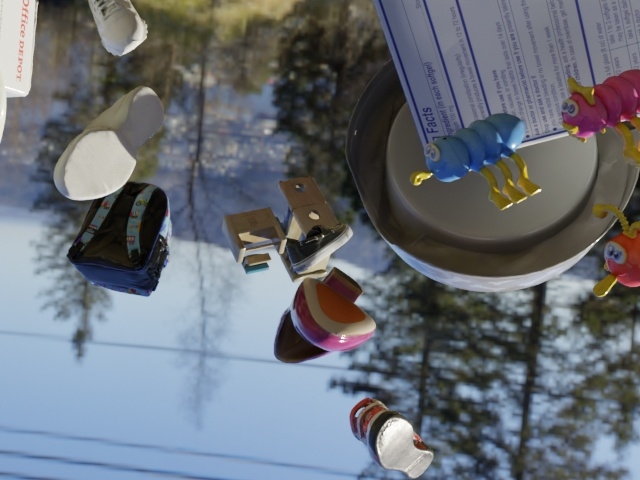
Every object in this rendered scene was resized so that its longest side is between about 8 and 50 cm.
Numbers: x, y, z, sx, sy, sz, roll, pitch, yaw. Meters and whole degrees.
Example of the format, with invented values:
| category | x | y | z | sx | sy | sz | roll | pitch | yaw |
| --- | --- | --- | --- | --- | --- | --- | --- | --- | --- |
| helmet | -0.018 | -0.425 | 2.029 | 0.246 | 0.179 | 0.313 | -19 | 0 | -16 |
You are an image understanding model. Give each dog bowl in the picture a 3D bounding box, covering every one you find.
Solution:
| category | x | y | z | sx | sy | sz | roll | pitch | yaw |
| --- | --- | --- | --- | --- | --- | --- | --- | --- | --- |
| dog bowl | 0.207 | -0.095 | 1.310 | 0.348 | 0.349 | 0.102 | 5 | 155 | 10 |

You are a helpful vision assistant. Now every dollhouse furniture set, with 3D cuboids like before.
| category | x | y | z | sx | sy | sz | roll | pitch | yaw |
| --- | --- | --- | --- | --- | --- | --- | --- | --- | --- |
| dollhouse furniture set | -0.085 | -0.010 | 1.825 | 0.183 | 0.129 | 0.129 | -12 | 144 | -24 |

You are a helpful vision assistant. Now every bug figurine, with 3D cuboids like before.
| category | x | y | z | sx | sy | sz | roll | pitch | yaw |
| --- | --- | --- | --- | --- | --- | --- | --- | --- | --- |
| bug figurine | 0.211 | -0.055 | 0.778 | 0.216 | 0.072 | 0.279 | -27 | -144 | -22 |

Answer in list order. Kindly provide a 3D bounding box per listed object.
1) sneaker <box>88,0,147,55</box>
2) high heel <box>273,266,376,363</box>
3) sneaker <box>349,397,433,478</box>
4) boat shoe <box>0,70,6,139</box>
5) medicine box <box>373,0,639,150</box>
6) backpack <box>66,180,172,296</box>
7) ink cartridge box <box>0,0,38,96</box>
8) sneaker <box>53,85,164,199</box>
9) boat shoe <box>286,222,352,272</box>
| category | x | y | z | sx | sy | sz | roll | pitch | yaw |
| --- | --- | --- | --- | --- | --- | --- | --- | --- | --- |
| sneaker | -0.387 | -0.428 | 1.954 | 0.090 | 0.235 | 0.095 | -30 | 141 | -1 |
| high heel | -0.014 | 0.093 | 1.012 | 0.082 | 0.117 | 0.244 | 36 | -173 | -6 |
| sneaker | 0.098 | 0.330 | 1.880 | 0.145 | 0.090 | 0.270 | 36 | 173 | 32 |
| boat shoe | -0.403 | -0.202 | 1.121 | 0.116 | 0.319 | 0.099 | 24 | -146 | 21 |
| medicine box | 0.212 | -0.249 | 1.118 | 0.289 | 0.263 | 0.149 | -14 | -145 | 14 |
| backpack | -0.326 | -0.010 | 1.821 | 0.158 | 0.173 | 0.117 | 7 | 151 | 17 |
| ink cartridge box | -0.615 | -0.363 | 1.803 | 0.114 | 0.197 | 0.273 | 1 | 174 | 27 |
| sneaker | -0.278 | -0.111 | 1.341 | 0.094 | 0.080 | 0.212 | -15 | -153 | 34 |
| boat shoe | 0.000 | 0.000 | 1.460 | 0.049 | 0.040 | 0.142 | -25 | -172 | 33 |
